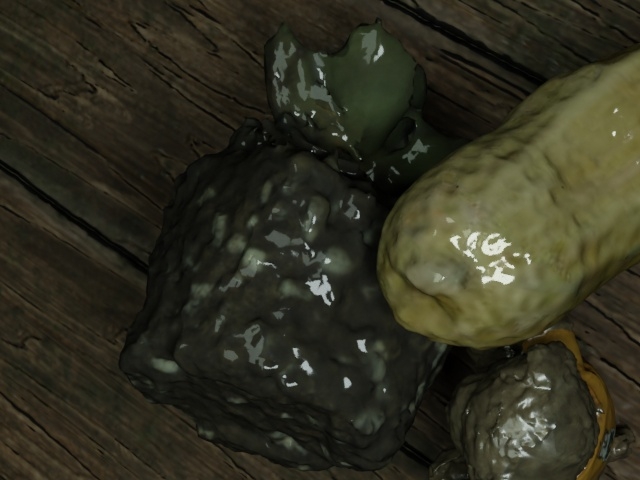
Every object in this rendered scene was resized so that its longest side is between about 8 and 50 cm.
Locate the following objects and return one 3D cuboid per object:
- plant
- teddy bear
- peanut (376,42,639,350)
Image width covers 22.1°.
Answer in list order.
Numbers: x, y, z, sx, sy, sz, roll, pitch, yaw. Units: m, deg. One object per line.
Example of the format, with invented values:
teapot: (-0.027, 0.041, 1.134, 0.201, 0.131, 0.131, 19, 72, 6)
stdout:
plant: (0.000, 0.000, 1.215, 0.213, 0.215, 0.312, -12, 53, 48)
teddy bear: (0.147, 0.132, 1.148, 0.140, 0.190, 0.177, 19, 91, 14)
peanut: (0.163, -0.026, 1.123, 0.143, 0.291, 0.159, 50, 157, 13)
